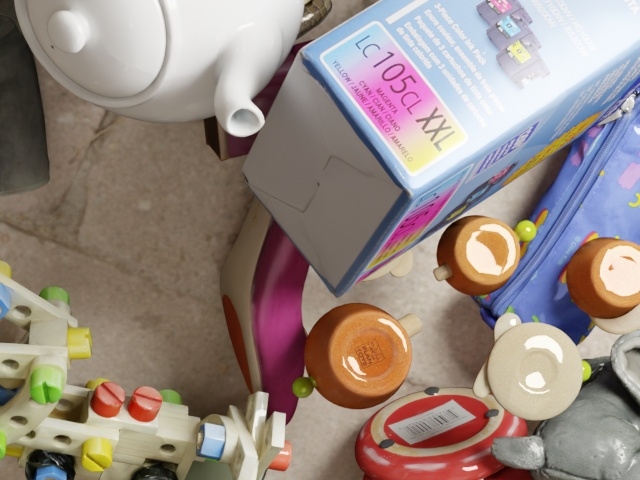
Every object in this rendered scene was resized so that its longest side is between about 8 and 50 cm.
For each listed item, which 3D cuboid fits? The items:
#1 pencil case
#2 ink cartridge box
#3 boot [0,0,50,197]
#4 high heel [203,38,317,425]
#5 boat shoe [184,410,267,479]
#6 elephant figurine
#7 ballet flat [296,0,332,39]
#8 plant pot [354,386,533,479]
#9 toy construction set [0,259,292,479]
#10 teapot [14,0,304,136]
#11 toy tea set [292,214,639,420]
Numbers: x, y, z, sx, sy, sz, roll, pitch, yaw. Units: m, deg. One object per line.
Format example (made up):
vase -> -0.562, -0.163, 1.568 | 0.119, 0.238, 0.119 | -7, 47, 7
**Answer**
pencil case -> 0.258, -0.028, 1.833 | 0.133, 0.119, 0.306 | 14, 114, -47
ink cartridge box -> 0.151, -0.145, 1.601 | 0.395, 0.270, 0.151 | -35, 82, -20
boot -> -0.317, -0.133, 1.681 | 0.190, 0.076, 0.208 | -5, 122, -26
high heel -> 0.000, 0.000, 1.798 | 0.181, 0.127, 0.377 | -12, 121, -13
boat shoe -> -0.109, 0.263, 1.929 | 0.081, 0.069, 0.228 | 35, 102, 18
elephant figurine -> 0.296, 0.160, 1.867 | 0.169, 0.239, 0.186 | 2, 142, 29
ballet flat -> -0.114, -0.190, 1.704 | 0.250, 0.084, 0.058 | -13, 125, 1
plant pot -> 0.128, 0.250, 1.903 | 0.191, 0.191, 0.174 | -13, 115, -6
toy construction set -> -0.188, 0.153, 1.799 | 0.328, 0.151, 0.215 | 22, 129, -5
teapot -> -0.153, -0.196, 1.539 | 0.256, 0.187, 0.252 | -13, 106, 40
toy tea set -> 0.133, 0.063, 1.752 | 0.336, 0.124, 0.200 | 8, 84, -7
